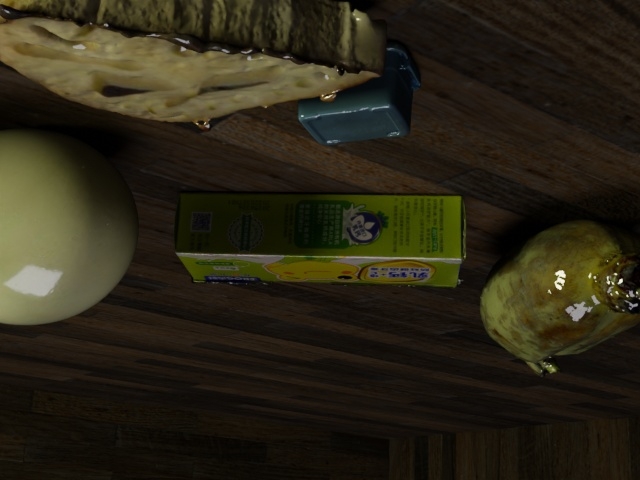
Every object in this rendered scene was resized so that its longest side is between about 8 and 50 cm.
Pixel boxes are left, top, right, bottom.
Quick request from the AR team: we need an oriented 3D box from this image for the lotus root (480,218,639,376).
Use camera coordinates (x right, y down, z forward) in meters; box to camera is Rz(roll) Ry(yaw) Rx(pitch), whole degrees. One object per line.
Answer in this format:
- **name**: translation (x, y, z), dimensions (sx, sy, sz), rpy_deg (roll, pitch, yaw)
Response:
- **lotus root**: translation (0.293, 0.058, 1.083), dimensions (0.173, 0.173, 0.309), rpy_deg (6, 162, -11)

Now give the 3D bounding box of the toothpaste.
- **toothpaste**: translation (0.000, 0.000, 1.065), dimensions (0.327, 0.077, 0.110), rpy_deg (1, 160, 5)

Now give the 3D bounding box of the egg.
- **egg**: translation (-0.285, -0.012, 0.893), dimensions (0.241, 0.186, 0.186), rpy_deg (-3, 161, 32)

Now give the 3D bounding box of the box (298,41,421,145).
- **box**: translation (0.028, -0.114, 0.752), dimensions (0.099, 0.054, 0.074), rpy_deg (-5, 162, 20)

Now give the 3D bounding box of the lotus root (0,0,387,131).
- **lotus root**: translation (-0.105, -0.139, 0.668), dimensions (0.260, 0.075, 0.170), rpy_deg (10, 161, -26)
